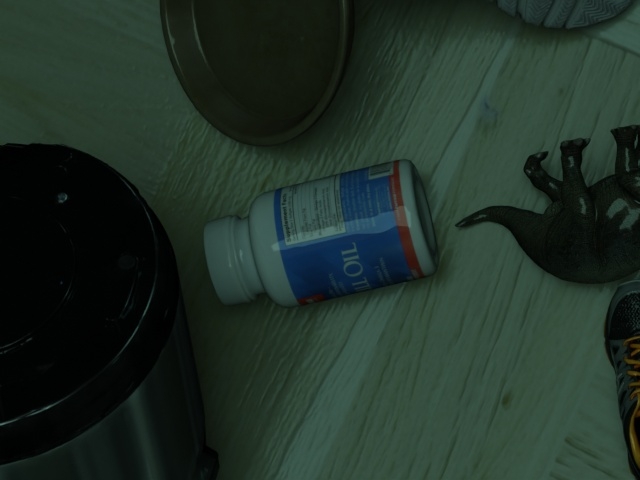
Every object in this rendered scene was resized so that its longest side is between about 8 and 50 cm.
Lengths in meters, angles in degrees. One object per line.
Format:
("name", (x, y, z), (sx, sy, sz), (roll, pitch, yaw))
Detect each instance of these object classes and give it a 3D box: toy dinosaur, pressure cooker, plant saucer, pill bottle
("toy dinosaur", (0.280, -0.022, 1.781), (0.313, 0.121, 0.160), (-12, 85, 14))
("pressure cooker", (-0.291, 0.156, 1.748), (0.375, 0.420, 0.370), (-3, 53, 2))
("plant saucer", (-0.062, -0.236, 1.851), (0.278, 0.041, 0.278), (13, 109, 43))
("pill bottle", (0.000, 0.000, 1.843), (0.221, 0.124, 0.124), (-14, 83, 11))

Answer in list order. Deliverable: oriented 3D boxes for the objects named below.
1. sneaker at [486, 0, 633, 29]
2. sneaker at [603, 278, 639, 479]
("sneaker", (0.167, -0.322, 1.836), (0.321, 0.180, 0.124), (11, 126, -18))
("sneaker", (0.328, 0.143, 1.786), (0.084, 0.083, 0.215), (-11, 82, 12))
